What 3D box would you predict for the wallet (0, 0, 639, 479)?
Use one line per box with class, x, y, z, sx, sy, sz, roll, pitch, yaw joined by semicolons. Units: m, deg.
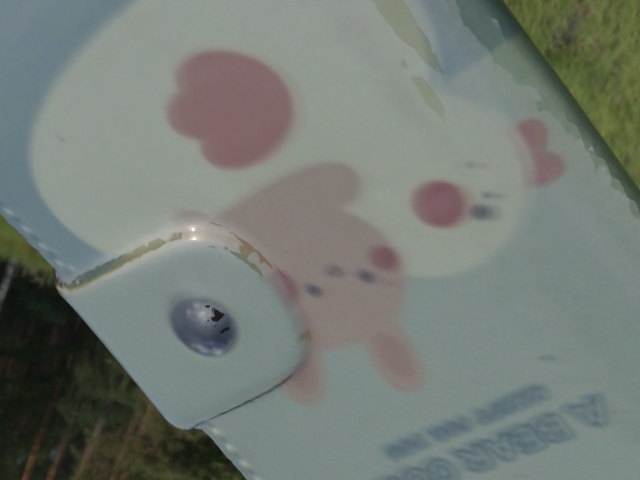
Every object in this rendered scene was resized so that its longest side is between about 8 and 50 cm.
wallet;0.000;0.000;0.426;0.252;0.083;0.360;-30;108;33
